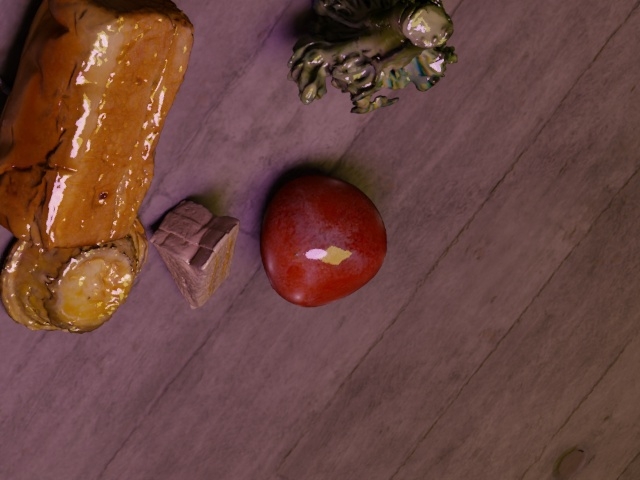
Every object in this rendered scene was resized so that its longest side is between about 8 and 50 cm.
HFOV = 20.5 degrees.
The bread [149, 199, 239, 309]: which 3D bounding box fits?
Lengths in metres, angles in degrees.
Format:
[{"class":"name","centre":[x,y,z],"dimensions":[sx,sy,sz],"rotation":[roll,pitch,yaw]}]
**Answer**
[{"class":"bread","centre":[-0.130,0.030,2.154],"dimensions":[0.077,0.105,0.152],"rotation":[-52,141,-19]}]

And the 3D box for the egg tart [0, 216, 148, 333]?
[{"class":"egg tart","centre":[-0.282,0.039,2.085],"dimensions":[0.191,0.074,0.191],"rotation":[-19,130,-24]}]

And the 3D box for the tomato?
[{"class":"tomato","centre":[0.000,0.000,2.194],"dimensions":[0.167,0.167,0.167],"rotation":[-20,133,-23]}]

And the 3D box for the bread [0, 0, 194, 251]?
[{"class":"bread","centre":[-0.253,-0.136,1.903],"dimensions":[0.167,0.132,0.294],"rotation":[-1,117,-41]}]

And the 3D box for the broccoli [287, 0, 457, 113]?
[{"class":"broccoli","centre":[0.049,-0.229,1.991],"dimensions":[0.199,0.275,0.177],"rotation":[-17,97,6]}]

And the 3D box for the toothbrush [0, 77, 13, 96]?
[{"class":"toothbrush","centre":[-0.330,-0.154,1.934],"dimensions":[0.019,0.013,0.193],"rotation":[-42,138,9]}]
